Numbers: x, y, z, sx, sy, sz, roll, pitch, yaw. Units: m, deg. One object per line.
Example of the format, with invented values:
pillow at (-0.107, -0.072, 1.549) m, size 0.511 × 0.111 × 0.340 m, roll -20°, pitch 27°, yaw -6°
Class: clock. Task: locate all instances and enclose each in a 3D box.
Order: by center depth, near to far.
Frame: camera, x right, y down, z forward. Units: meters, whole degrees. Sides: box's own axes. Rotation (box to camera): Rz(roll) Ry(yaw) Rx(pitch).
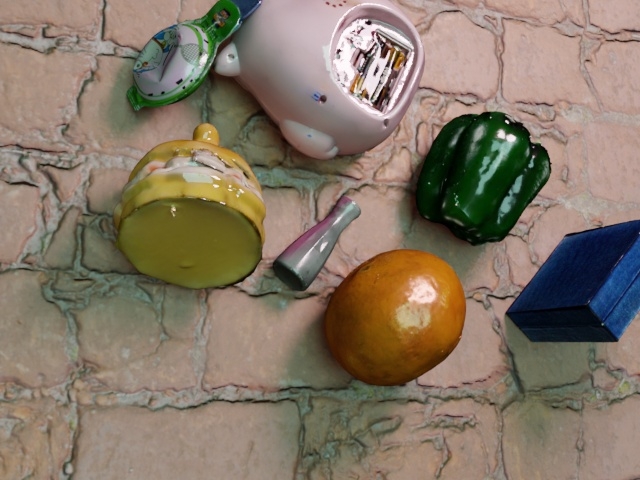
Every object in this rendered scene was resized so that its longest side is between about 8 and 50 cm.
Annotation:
clock at (0.009, -0.359, 1.484) m, size 0.376 × 0.250 × 0.368 m, roll 28°, pitch 75°, yaw -14°

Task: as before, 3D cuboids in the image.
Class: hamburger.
hamburger at (-0.230, -0.070, 1.361) m, size 0.276 × 0.276 × 0.237 m, roll 12°, pitch 48°, yaw -18°

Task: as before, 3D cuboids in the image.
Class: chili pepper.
chili pepper at (0.339, -0.124, 1.585) m, size 0.248 × 0.233 × 0.257 m, roll 30°, pitch 79°, yaw -9°

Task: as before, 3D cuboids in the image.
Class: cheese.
cheese at (-0.245, -0.368, 1.420) m, size 0.320 × 0.204 × 0.083 m, roll -41°, pitch 139°, yaw 8°

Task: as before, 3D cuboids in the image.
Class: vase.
vase at (0.000, 0.000, 1.523) m, size 0.086 × 0.086 × 0.214 m, roll 45°, pitch 66°, yaw -9°

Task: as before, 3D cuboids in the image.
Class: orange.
orange at (0.141, 0.145, 1.440) m, size 0.284 × 0.284 × 0.226 m, roll -40°, pitch 103°, yaw -20°

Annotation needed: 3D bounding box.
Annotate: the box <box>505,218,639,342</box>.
box at (0.576, 0.092, 1.607) m, size 0.116 × 0.279 × 0.261 m, roll 46°, pitch 71°, yaw -10°
